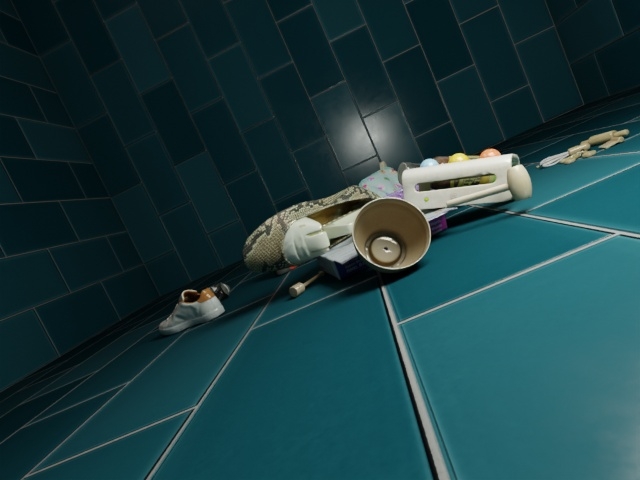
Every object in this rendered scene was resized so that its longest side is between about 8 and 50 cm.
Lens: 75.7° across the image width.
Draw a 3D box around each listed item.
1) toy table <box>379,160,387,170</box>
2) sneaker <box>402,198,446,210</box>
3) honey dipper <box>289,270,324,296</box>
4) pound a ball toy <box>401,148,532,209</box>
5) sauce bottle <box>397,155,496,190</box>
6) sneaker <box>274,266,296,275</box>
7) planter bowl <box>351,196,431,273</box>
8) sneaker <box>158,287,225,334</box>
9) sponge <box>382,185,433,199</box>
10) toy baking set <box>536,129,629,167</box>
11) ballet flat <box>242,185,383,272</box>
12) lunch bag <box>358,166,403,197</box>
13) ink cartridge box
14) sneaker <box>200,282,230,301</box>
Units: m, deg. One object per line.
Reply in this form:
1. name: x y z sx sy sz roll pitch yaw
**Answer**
1. toy table: 0.359 -0.275 2.156 0.274 0.252 0.161 -8 29 28
2. sneaker: 0.293 -0.095 1.345 0.255 0.094 0.151 -21 2 18
3. honey dipper: -0.031 0.116 1.154 0.030 0.031 0.160 -21 4 35
4. pound a ball toy: 0.360 -0.155 1.026 0.318 0.136 0.208 -4 5 36
5. sauce bottle: 0.407 -0.205 1.269 0.343 0.112 0.111 -5 0 -15
6. sneaker: -0.096 0.024 1.682 0.269 0.145 0.090 -27 6 -28
7. planter bowl: 0.145 0.003 0.892 0.161 0.162 0.109 -26 -21 -10
8. sneaker: -0.460 0.235 1.415 0.289 0.123 0.106 -24 7 26
9. sponge: 0.333 -0.142 1.524 0.209 0.117 0.031 -24 8 6
10. toy baking set: 0.793 -0.280 1.269 0.196 0.030 0.256 -25 6 -5
11. ballet flat: 0.013 -0.039 1.165 0.482 0.164 0.181 -27 28 -34
12. lunch bag: 0.311 -0.212 1.836 0.279 0.224 0.108 -31 -32 -38
13. ink cartridge box: 0.166 0.006 1.124 0.323 0.072 0.330 -25 8 -9
14. sneaker: -0.416 0.212 1.656 0.106 0.078 0.234 -28 4 -12
